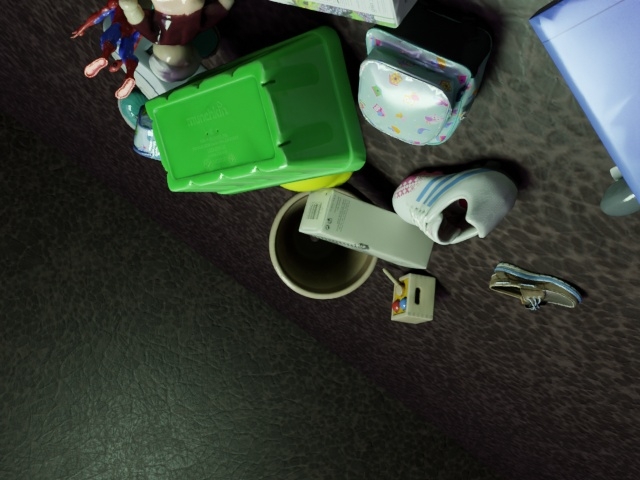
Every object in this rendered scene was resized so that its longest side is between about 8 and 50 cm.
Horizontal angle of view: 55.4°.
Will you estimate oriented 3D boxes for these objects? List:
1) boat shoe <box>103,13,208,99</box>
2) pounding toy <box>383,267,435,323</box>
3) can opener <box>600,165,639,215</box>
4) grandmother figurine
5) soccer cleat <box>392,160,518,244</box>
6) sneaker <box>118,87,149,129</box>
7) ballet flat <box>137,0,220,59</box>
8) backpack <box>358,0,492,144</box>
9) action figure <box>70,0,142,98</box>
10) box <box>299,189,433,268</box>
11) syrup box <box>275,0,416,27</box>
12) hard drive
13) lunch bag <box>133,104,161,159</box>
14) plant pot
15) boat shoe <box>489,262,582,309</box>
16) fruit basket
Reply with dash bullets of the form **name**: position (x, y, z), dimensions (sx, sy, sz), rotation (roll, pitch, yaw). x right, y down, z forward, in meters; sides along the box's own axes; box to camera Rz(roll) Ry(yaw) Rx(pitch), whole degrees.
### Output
- **boat shoe**: position (-0.348, -0.349, 1.396), dimensions (0.367, 0.136, 0.156), rotation (41, 160, -7)
- **pounding toy**: position (0.225, 0.137, 1.588), dimensions (0.100, 0.141, 0.130), rotation (10, 165, -13)
- **can opener**: position (0.455, -0.082, 0.714), dimensions (0.076, 0.095, 0.283), rotation (38, 161, -9)
- **grandmother figurine**: position (-0.231, -0.396, 1.005), dimensions (0.104, 0.208, 0.342), rotation (68, 154, 24)
- **soccer cleat**: position (0.212, -0.056, 1.117), dimensions (0.116, 0.143, 0.331), rotation (42, 160, -16)
- **sneaker**: position (-0.415, -0.304, 1.671), dimensions (0.121, 0.108, 0.302), rotation (18, 162, 40)
- **ballet flat**: position (-0.316, -0.465, 1.132), dimensions (0.316, 0.108, 0.106), rotation (49, -175, -28)
- **backpack**: position (0.138, -0.220, 0.864), dimensions (0.166, 0.144, 0.188), rotation (25, 162, 14)
- **action figure**: position (-0.385, -0.343, 1.100), dimensions (0.139, 0.280, 0.091), rotation (-32, 131, 25)
- **box**: position (0.103, -0.022, 1.302), dimensions (0.275, 0.094, 0.113), rotation (19, 174, -25)
- **syrup box**: position (0.016, -0.365, 0.797), dimensions (0.237, 0.093, 0.096), rotation (24, 158, 31)
- **hard drive**: position (0.386, -0.145, 0.622), dimensions (0.318, 0.040, 0.210), rotation (53, 146, -12)
- **lunch bag**: position (-0.333, -0.252, 1.470), dimensions (0.219, 0.090, 0.176), rotation (9, -148, -20)
- **plant pot**: position (0.000, 0.000, 1.506), dimensions (0.263, 0.263, 0.229), rotation (38, 178, -7)
- **boat shoe**: position (0.432, 0.106, 1.239), dimensions (0.183, 0.066, 0.066), rotation (19, 155, 40)
- **fruit basket**: position (-0.072, -0.210, 1.131), dimensions (0.392, 0.392, 0.282), rotation (3, 110, 58)
